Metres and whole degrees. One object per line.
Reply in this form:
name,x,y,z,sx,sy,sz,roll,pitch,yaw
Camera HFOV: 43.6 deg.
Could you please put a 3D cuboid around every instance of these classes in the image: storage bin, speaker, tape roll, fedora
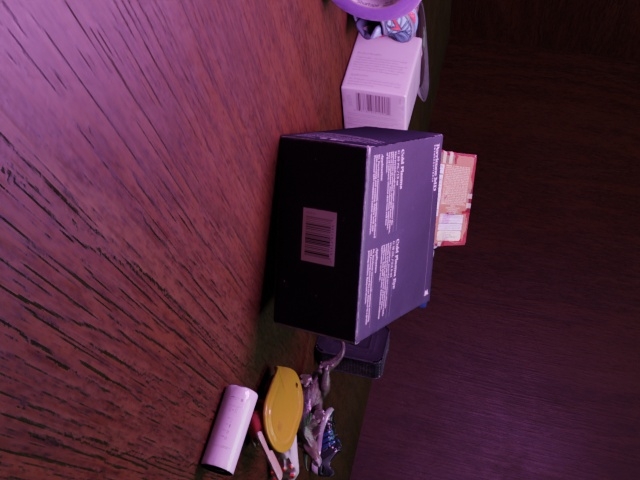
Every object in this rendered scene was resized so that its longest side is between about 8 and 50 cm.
storage bin,0.085,0.278,2.106,0.084,0.180,0.122,89,16,-50
speaker,-0.145,0.303,1.281,0.055,0.055,0.136,82,21,-59
tape roll,0.096,-0.479,1.395,0.189,0.188,0.080,82,21,-60
fedora,0.212,-0.505,2.125,0.244,0.124,0.276,-70,155,-50

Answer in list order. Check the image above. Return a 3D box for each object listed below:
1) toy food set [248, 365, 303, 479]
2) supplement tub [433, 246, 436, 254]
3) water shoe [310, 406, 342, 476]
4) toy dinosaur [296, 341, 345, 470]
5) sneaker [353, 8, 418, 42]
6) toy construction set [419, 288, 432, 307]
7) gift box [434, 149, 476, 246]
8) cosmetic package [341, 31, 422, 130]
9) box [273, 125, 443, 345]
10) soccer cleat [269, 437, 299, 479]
toy food set,-0.101,0.341,1.546,0.218,0.071,0.128,-69,141,-50
supplement tub,0.195,0.055,2.229,0.272,0.191,0.191,-59,179,27
water shoe,0.030,0.608,2.411,0.073,0.080,0.203,67,36,-72
toy dinosaur,-0.024,0.370,1.902,0.160,0.120,0.314,106,-4,-63
sneaker,0.117,-0.477,1.705,0.262,0.104,0.125,30,78,-54
toy construction set,0.220,0.086,2.675,0.237,0.257,0.309,-95,163,-56
gift box,0.181,-0.096,1.892,0.255,0.258,0.277,6,97,-42
cosmetic package,0.143,-0.361,1.850,0.151,0.151,0.184,81,23,-58
box,0.074,-0.026,1.477,0.312,0.178,0.344,-17,114,-57
soccer cleat,-0.077,0.462,1.767,0.076,0.068,0.196,-71,164,-49
